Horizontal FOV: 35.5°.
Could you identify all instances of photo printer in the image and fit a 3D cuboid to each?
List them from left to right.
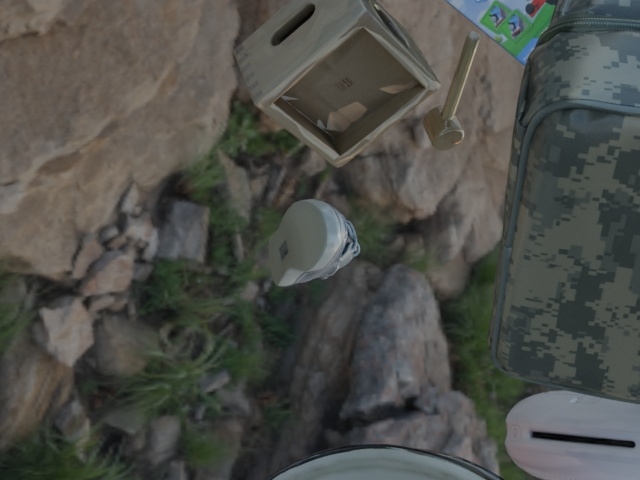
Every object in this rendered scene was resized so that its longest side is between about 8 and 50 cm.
[{"bbox_3d":[0.382,0.230,1.119,0.308,0.256,0.107,11,79,-31],"label":"photo printer"}]

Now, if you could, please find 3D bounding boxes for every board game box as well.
[{"bbox_3d":[0.219,-0.330,1.182,0.212,0.160,0.039,33,16,-23],"label":"board game box"}]

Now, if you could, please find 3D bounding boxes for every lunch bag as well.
[{"bbox_3d":[0.250,-0.061,0.755,0.305,0.213,0.256,86,15,-44],"label":"lunch bag"}]

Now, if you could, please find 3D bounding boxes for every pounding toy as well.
[{"bbox_3d":[0.057,-0.161,0.938,0.206,0.181,0.094,34,25,-45],"label":"pounding toy"}]

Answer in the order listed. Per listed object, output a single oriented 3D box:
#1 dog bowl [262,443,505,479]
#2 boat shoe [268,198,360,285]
[{"bbox_3d":[0.086,0.389,0.979,0.150,0.408,0.407,0,81,-69],"label":"dog bowl"},{"bbox_3d":[0.000,0.001,1.155,0.081,0.227,0.079,-9,80,-18],"label":"boat shoe"}]
